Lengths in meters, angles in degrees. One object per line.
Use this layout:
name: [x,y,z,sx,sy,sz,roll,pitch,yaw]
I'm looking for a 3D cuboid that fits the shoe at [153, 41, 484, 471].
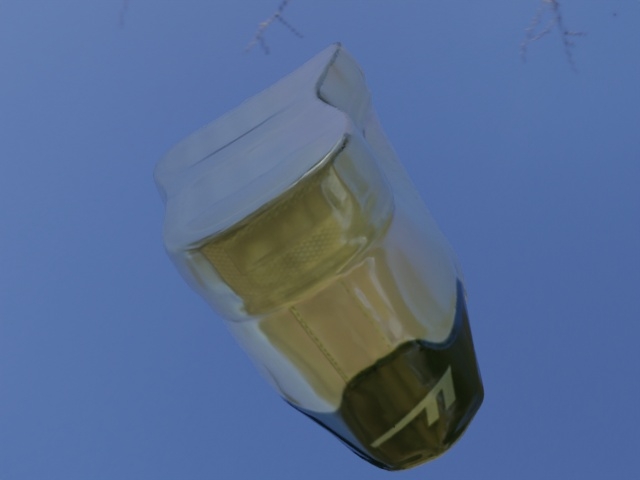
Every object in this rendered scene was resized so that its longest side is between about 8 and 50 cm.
shoe: [0.000,0.000,0.481,0.095,0.265,0.110,-33,-78,8]
